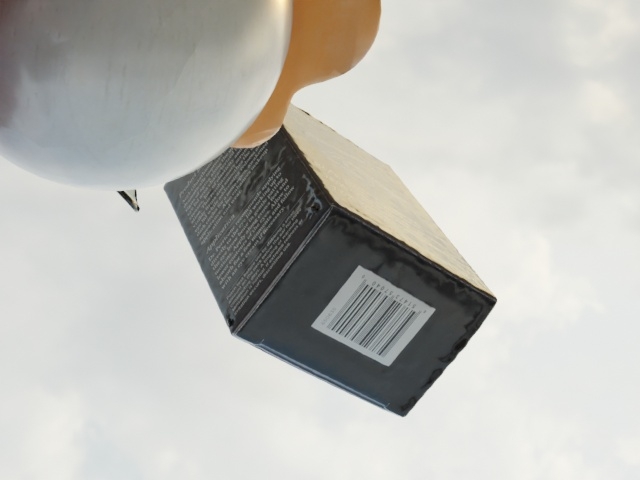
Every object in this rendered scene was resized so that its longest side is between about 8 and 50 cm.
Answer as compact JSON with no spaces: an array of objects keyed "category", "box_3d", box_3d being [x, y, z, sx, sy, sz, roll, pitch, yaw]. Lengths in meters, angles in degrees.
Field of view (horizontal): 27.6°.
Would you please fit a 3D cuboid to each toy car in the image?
[{"category":"toy car","box_3d":[-0.087,-0.091,0.374,0.237,0.210,0.219,-4,-149,-28]}]

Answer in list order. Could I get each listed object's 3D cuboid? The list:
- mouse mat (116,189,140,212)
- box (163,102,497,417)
[{"category":"mouse mat","box_3d":[-0.146,-0.086,0.658,0.007,0.153,0.190,-41,-164,-1]},{"category":"box","box_3d":[0.000,0.000,0.895,0.153,0.108,0.207,30,-165,-31]}]
